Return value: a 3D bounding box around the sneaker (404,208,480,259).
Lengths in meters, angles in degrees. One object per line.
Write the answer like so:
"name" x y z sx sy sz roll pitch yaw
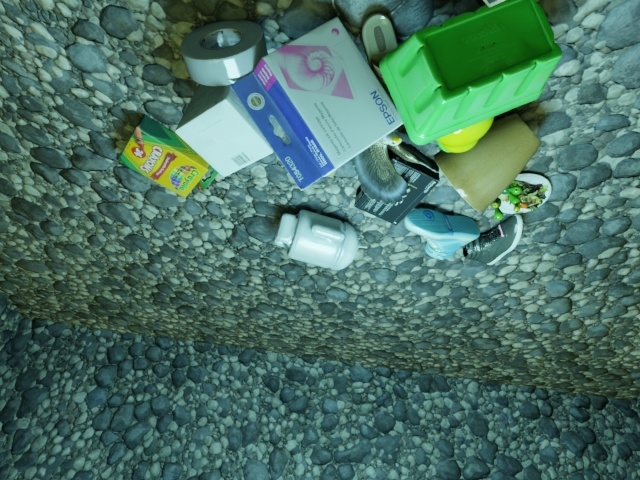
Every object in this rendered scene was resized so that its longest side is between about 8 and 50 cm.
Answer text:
"sneaker" 0.429 -0.008 1.655 0.319 0.127 0.208 10 143 -19

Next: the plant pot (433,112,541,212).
"plant pot" 0.523 -0.253 1.310 0.237 0.237 0.254 34 121 -29

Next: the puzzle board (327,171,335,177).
"puzzle board" -0.001 -0.276 1.520 0.128 0.011 0.096 16 142 -9

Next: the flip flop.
"flip flop" 0.188 -0.457 1.135 0.112 0.080 0.277 -23 111 -4

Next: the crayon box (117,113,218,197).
"crayon box" -0.533 -0.282 1.550 0.319 0.081 0.202 29 136 -25

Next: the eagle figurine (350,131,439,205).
"eagle figurine" 0.196 -0.280 1.284 0.226 0.225 0.298 -20 117 20

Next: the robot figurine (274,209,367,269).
"robot figurine" 0.000 0.000 1.707 0.354 0.199 0.300 16 168 -10

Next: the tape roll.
"tape roll" -0.250 -0.495 1.127 0.219 0.219 0.072 1 140 9

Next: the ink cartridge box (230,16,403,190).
"ink cartridge box" -0.001 -0.349 1.096 0.324 0.330 0.071 55 165 -6

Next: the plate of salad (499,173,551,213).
"plate of salad" 0.706 -0.155 1.516 0.200 0.048 0.199 5 140 4

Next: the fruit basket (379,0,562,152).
"fruit basket" 0.355 -0.385 1.082 0.392 0.392 0.282 -24 87 34

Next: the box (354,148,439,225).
"box" 0.263 -0.191 1.506 0.184 0.103 0.261 25 138 -13

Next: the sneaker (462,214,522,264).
"sneaker" 0.653 -0.001 1.667 0.147 0.104 0.295 7 146 -7

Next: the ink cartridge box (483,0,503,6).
"ink cartridge box" 0.357 -0.629 0.845 0.193 0.234 0.088 34 170 -27

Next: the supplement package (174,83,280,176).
"supplement package" -0.247 -0.368 1.247 0.199 0.262 0.198 -19 135 30

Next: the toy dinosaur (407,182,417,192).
"toy dinosaur" 0.250 -0.175 1.395 0.093 0.053 0.183 16 168 -5

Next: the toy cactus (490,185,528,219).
"toy cactus" 0.609 -0.176 1.441 0.112 0.218 0.180 6 -174 -23
